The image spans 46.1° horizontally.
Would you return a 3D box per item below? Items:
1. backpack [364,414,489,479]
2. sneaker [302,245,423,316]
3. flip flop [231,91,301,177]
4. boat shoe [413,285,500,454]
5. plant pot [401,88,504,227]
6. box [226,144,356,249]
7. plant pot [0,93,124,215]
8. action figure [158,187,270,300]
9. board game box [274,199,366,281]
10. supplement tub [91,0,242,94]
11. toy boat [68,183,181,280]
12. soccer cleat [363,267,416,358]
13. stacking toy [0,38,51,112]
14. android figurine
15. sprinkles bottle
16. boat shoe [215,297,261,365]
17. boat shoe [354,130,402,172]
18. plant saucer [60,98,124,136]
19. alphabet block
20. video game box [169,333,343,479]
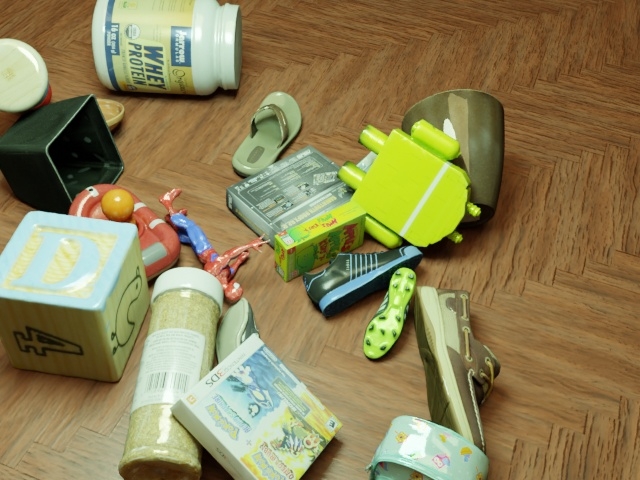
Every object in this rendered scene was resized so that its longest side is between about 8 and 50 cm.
[{"bbox_3d":[0.146,0.337,1.046,0.166,0.188,0.144,24,49,18],"label":"backpack"},{"bbox_3d":[0.078,0.051,1.391,0.232,0.081,0.090,-24,59,-23],"label":"sneaker"},{"bbox_3d":[-0.118,-0.247,1.667,0.112,0.080,0.277,16,47,12],"label":"flip flop"},{"bbox_3d":[0.236,0.208,1.229,0.123,0.123,0.342,-2,40,-4],"label":"boat shoe"},{"bbox_3d":[0.284,-0.149,1.536,0.216,0.215,0.230,-1,64,-5],"label":"plant pot"},{"bbox_3d":[-0.047,-0.087,1.534,0.231,0.056,0.183,-33,57,-30],"label":"box"},{"bbox_3d":[-0.533,-0.165,1.503,0.167,0.187,0.188,3,44,18],"label":"plant pot"},{"bbox_3d":[-0.188,0.000,1.415,0.139,0.091,0.280,-25,52,-14],"label":"action figure"},{"bbox_3d":[0.000,0.000,1.428,0.181,0.092,0.043,-25,52,-25],"label":"board game box"},{"bbox_3d":[-0.347,-0.457,1.752,0.317,0.228,0.228,3,46,-1],"label":"supplement tub"},{"bbox_3d":[-0.370,-0.034,1.395,0.151,0.151,0.231,-34,57,-31],"label":"toy boat"},{"bbox_3d":[0.128,0.134,1.334,0.060,0.072,0.178,20,69,18],"label":"soccer cleat"},{"bbox_3d":[-0.628,-0.331,1.593,0.141,0.141,0.330,-7,7,-11],"label":"stacking toy"},{"bbox_3d":[0.173,-0.099,1.442,0.273,0.248,0.056,33,19,10],"label":"android figurine"},{"bbox_3d":[-0.229,0.209,1.191,0.121,0.121,0.355,2,46,-2],"label":"sprinkles bottle"},{"bbox_3d":[-0.131,0.187,1.278,0.065,0.075,0.206,36,30,-30],"label":"boat shoe"},{"bbox_3d":[0.143,-0.166,1.613,0.081,0.079,0.227,52,39,-2],"label":"boat shoe"},{"bbox_3d":[-0.530,-0.263,1.655,0.200,0.037,0.200,-3,29,1],"label":"plant saucer"},{"bbox_3d":[-0.408,0.093,1.240,0.194,0.197,0.192,9,47,5],"label":"alphabet block"},{"bbox_3d":[-0.090,0.264,1.121,0.205,0.048,0.187,45,42,4],"label":"video game box"}]
